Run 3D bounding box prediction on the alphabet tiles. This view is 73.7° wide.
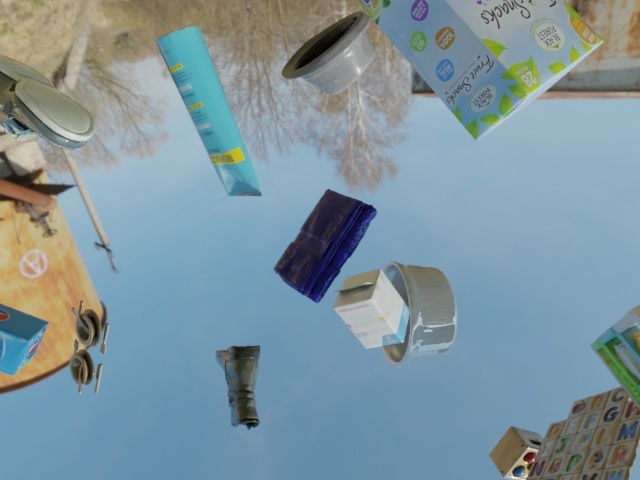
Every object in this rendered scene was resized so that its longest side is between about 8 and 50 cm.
[{"bbox_3d":[0.543,0.442,0.893,0.011,0.285,0.342,43,-125,13],"label":"alphabet tiles"}]

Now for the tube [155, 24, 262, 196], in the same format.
[{"bbox_3d":[-0.132,-0.149,0.528,0.052,0.207,0.080,-35,-152,-30],"label":"tube"}]

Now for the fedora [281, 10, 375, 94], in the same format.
[{"bbox_3d":[0.039,-0.473,1.128,0.275,0.124,0.244,-7,-134,46],"label":"fedora"}]

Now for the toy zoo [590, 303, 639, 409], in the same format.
[{"bbox_3d":[0.469,0.192,0.572,0.030,0.293,0.193,-30,-120,6],"label":"toy zoo"}]

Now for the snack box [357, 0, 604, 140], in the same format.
[{"bbox_3d":[0.146,-0.221,0.409,0.174,0.207,0.070,-36,175,-32],"label":"snack box"}]

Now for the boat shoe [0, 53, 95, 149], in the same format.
[{"bbox_3d":[-0.497,-0.222,0.740,0.319,0.099,0.116,38,-166,27],"label":"boat shoe"}]

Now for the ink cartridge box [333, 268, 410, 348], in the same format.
[{"bbox_3d":[0.101,0.131,0.854,0.092,0.143,0.090,-20,-153,35],"label":"ink cartridge box"}]

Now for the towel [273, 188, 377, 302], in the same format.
[{"bbox_3d":[0.000,0.000,1.203,0.227,0.076,0.308,27,-99,49],"label":"towel"}]

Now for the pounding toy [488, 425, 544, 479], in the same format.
[{"bbox_3d":[0.557,0.573,1.127,0.141,0.130,0.100,21,-163,-20],"label":"pounding toy"}]

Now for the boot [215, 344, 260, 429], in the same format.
[{"bbox_3d":[-0.180,0.314,0.912,0.083,0.161,0.246,4,162,-18],"label":"boot"}]

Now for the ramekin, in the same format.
[{"bbox_3d":[0.253,0.194,1.152,0.135,0.278,0.277,0,-152,-11],"label":"ramekin"}]

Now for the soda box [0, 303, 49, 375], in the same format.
[{"bbox_3d":[-0.542,0.124,0.645,0.209,0.067,0.071,26,-172,-14],"label":"soda box"}]

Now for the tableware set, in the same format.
[{"bbox_3d":[-0.555,0.253,0.994,0.128,0.194,0.039,25,-163,30],"label":"tableware set"}]
